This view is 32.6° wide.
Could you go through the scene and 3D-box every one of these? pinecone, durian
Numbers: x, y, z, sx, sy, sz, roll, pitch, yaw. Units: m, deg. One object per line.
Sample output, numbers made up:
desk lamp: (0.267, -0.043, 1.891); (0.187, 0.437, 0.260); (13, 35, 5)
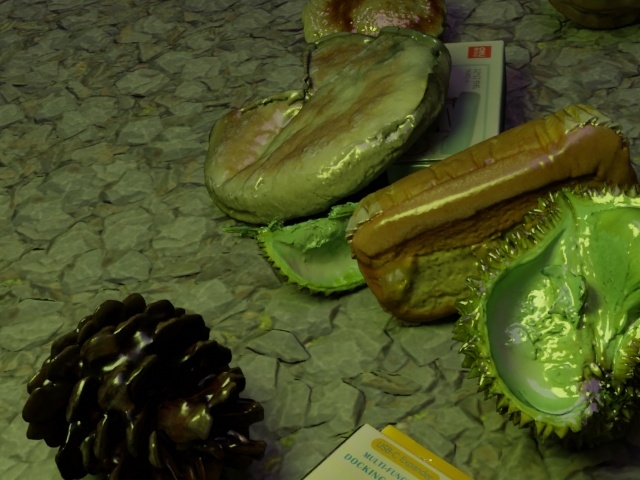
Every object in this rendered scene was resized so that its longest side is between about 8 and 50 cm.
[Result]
pinecone: (-0.155, 0.152, 0.982); (0.184, 0.179, 0.204); (-42, 64, -4)
durian: (0.229, 0.068, 0.967); (0.200, 0.176, 0.237); (31, 79, 28)
durian: (0.000, 0.000, 1.178); (0.215, 0.100, 0.086); (-12, 36, -18)

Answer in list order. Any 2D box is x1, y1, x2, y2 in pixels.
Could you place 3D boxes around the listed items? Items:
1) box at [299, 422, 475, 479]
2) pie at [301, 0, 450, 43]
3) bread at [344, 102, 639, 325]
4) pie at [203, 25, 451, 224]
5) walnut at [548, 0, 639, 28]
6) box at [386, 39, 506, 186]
box: (0.018, 0.251, 0.930); (0.129, 0.033, 0.247); (27, 52, 37)
pie: (0.078, -0.311, 1.544); (0.205, 0.084, 0.179); (31, 54, 34)
bread: (0.173, -0.027, 1.097); (0.288, 0.153, 0.119); (-23, 29, 11)
pie: (0.008, -0.140, 1.297); (0.337, 0.075, 0.338); (-22, 38, 19)
walnut: (0.405, -0.392, 1.493); (0.244, 0.198, 0.198); (-11, 40, -7)
box: (0.156, -0.144, 1.334); (0.135, 0.079, 0.269); (0, 41, 12)
